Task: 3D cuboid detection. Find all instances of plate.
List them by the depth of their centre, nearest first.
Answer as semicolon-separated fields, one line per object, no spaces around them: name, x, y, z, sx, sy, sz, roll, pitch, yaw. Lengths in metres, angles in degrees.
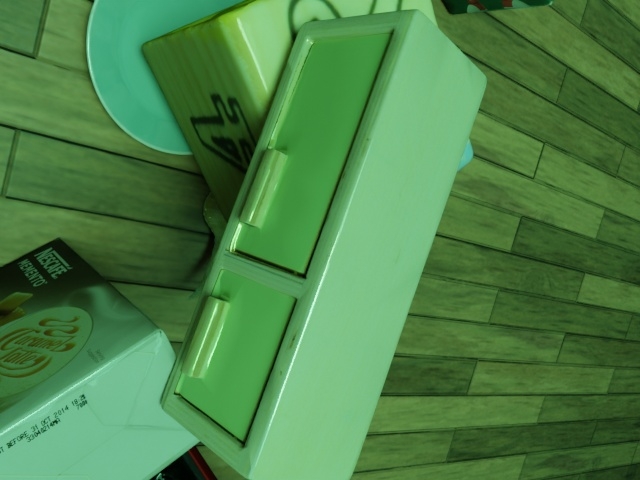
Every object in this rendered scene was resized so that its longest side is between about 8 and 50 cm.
plate;-0.133;-0.178;0.575;0.188;0.024;0.188;-12;111;-33

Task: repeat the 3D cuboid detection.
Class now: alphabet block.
alphabet block;-0.011;-0.124;0.533;0.192;0.193;0.197;-34;116;-26

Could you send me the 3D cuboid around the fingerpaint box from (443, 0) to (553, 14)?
fingerpaint box;0.218;-0.549;0.633;0.371;0.163;0.445;39;79;-37

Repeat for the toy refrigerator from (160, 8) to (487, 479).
toy refrigerator;0.000;0.000;0.375;0.094;0.102;0.270;23;86;-44

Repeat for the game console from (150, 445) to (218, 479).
game console;-0.214;0.329;0.491;0.342;0.386;0.060;-33;164;-21

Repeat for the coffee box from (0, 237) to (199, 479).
coffee box;-0.210;0.099;0.456;0.141;0.246;0.098;-32;121;-25

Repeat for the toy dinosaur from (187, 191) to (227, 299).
toy dinosaur;-0.087;-0.016;0.650;0.092;0.053;0.183;19;84;-24
